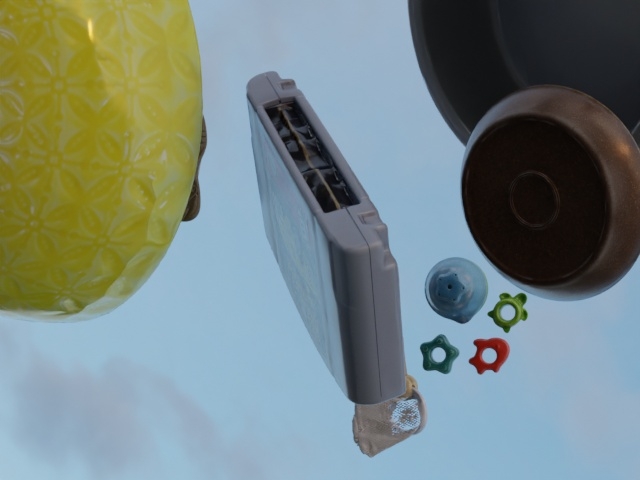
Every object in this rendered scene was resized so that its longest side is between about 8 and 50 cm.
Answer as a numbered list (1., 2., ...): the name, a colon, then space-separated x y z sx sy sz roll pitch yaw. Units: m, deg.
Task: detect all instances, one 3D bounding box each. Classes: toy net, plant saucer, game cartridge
1. toy net: 0.122 0.135 1.290 0.122 0.045 0.232 32 -86 17
2. plant saucer: 0.168 -0.033 0.926 0.168 0.029 0.168 13 -71 41
3. game cartridge: 0.000 0.000 1.082 0.294 0.060 0.196 -119 -166 -51

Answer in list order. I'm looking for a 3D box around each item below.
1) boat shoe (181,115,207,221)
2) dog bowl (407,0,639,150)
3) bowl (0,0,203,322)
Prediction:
1. boat shoe: -0.177 -0.099 1.566 0.048 0.056 0.153 175 -86 -67
2. dog bowl: 0.209 -0.200 1.038 0.349 0.102 0.349 28 -54 46
3. bowl: -0.223 -0.085 0.746 0.289 0.156 0.289 4 -83 41
